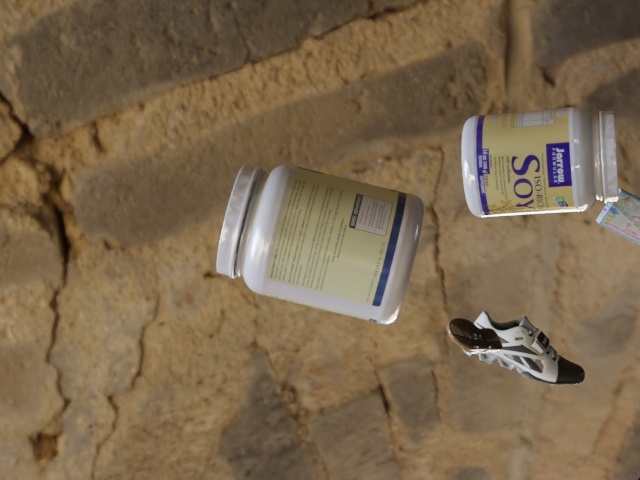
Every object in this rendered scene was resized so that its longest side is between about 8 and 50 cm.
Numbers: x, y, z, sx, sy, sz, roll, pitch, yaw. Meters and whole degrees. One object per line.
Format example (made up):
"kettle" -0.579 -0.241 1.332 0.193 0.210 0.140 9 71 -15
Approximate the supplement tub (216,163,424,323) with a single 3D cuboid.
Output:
"supplement tub" 0.000 0.000 1.686 0.325 0.235 0.235 14 -41 1

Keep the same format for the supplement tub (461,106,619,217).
"supplement tub" 0.501 -0.178 2.183 0.331 0.241 0.241 -3 -32 18

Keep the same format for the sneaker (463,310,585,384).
"sneaker" 0.561 0.284 2.571 0.330 0.122 0.146 18 -77 2

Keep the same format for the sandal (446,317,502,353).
"sandal" 0.338 0.221 2.141 0.180 0.072 0.049 16 -40 -43

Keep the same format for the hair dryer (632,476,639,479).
"hair dryer" 0.627 0.356 1.584 0.223 0.080 0.293 -59 -1 -11

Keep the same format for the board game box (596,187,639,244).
"board game box" 0.801 -0.058 2.464 0.154 0.026 0.103 26 -71 -12
